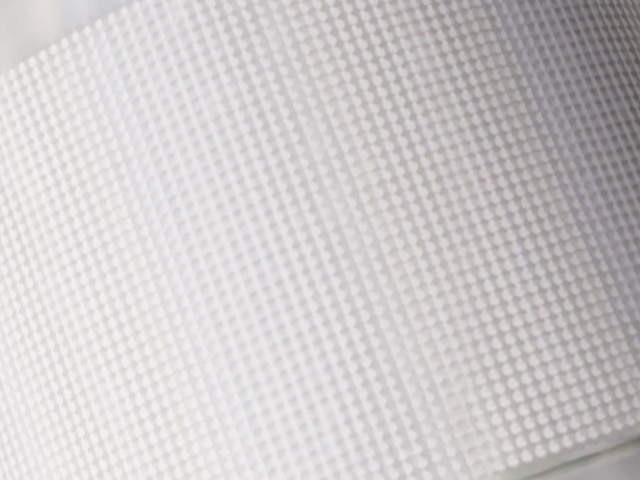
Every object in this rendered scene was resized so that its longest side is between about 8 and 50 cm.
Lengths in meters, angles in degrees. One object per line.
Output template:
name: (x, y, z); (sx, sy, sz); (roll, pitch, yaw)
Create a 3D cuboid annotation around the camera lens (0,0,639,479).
camera lens: (0.000, 0.000, 0.499); (0.219, 0.219, 0.274); (-29, 73, 25)
